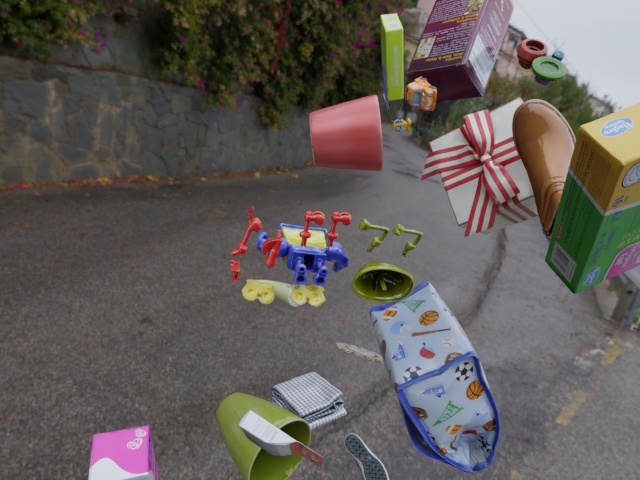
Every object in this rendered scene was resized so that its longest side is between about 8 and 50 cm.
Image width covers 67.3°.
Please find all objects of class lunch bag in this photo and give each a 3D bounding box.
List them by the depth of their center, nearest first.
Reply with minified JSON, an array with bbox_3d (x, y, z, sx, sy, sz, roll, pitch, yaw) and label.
[{"bbox_3d":[0.304,0.366,1.257,0.239,0.385,0.327,-27,28,8],"label":"lunch bag"}]

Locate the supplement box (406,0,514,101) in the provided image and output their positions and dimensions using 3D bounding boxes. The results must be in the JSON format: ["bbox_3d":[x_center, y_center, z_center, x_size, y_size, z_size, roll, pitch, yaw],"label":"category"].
[{"bbox_3d":[0.229,-0.327,0.781,0.104,0.188,0.081,8,-20,44],"label":"supplement box"}]

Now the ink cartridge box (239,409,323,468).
[{"bbox_3d":[-0.107,0.571,1.329,0.232,0.189,0.066,31,62,18],"label":"ink cartridge box"}]

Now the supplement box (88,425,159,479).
[{"bbox_3d":[-0.402,0.501,1.000,0.114,0.220,0.111,-6,39,-15],"label":"supplement box"}]

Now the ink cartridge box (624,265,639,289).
[{"bbox_3d":[0.852,0.009,0.975,0.308,0.385,0.091,44,33,-5],"label":"ink cartridge box"}]

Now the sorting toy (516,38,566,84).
[{"bbox_3d":[0.345,-0.272,0.755,0.061,0.042,0.102,-8,57,-6],"label":"sorting toy"}]

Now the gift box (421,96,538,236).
[{"bbox_3d":[0.410,-0.147,1.151,0.276,0.255,0.258,-29,-21,26],"label":"gift box"}]

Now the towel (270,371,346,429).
[{"bbox_3d":[-0.056,0.697,2.118,0.235,0.121,0.284,-10,16,-33],"label":"towel"}]

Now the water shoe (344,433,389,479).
[{"bbox_3d":[0.154,0.712,1.546,0.203,0.073,0.080,54,-7,25],"label":"water shoe"}]

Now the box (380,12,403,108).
[{"bbox_3d":[0.162,-0.405,1.093,0.043,0.178,0.109,-5,41,4],"label":"box"}]

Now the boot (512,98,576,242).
[{"bbox_3d":[0.422,-0.108,0.883,0.109,0.283,0.220,-10,20,27],"label":"boot"}]

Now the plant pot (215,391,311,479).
[{"bbox_3d":[-0.232,0.672,1.703,0.294,0.274,0.275,26,19,39],"label":"plant pot"}]

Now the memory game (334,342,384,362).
[{"bbox_3d":[0.136,0.378,1.620,0.186,0.012,0.186,16,-3,1],"label":"memory game"}]

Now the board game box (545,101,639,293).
[{"bbox_3d":[0.435,-0.083,0.556,0.317,0.242,0.064,-24,51,-2],"label":"board game box"}]

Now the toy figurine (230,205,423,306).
[{"bbox_3d":[0.000,0.000,0.988,0.363,0.191,0.217,4,22,-13],"label":"toy figurine"}]

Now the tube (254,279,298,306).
[{"bbox_3d":[-0.129,0.162,1.561,0.062,0.070,0.240,-33,21,-23],"label":"tube"}]

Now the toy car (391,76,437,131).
[{"bbox_3d":[0.139,-0.194,0.739,0.041,0.122,0.060,-9,60,-13],"label":"toy car"}]

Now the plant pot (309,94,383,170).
[{"bbox_3d":[0.091,-0.375,1.733,0.243,0.274,0.275,-4,13,4],"label":"plant pot"}]
